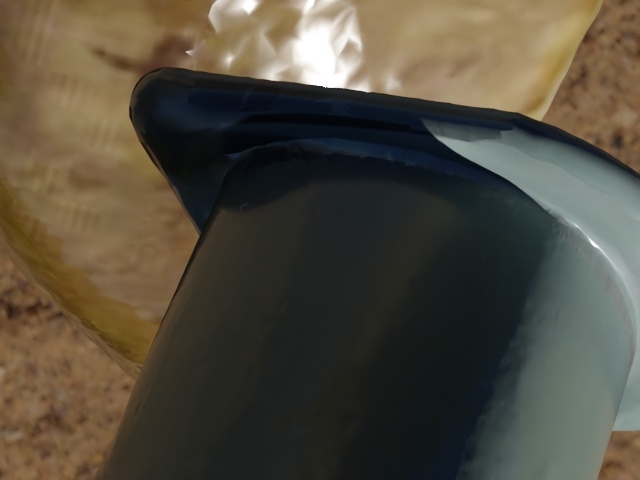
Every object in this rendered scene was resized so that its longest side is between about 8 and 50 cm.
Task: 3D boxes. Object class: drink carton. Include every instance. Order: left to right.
[{"bbox_3d":[0.011,0.074,0.589,0.185,0.191,0.190,70,37,-50],"label":"drink carton"}]

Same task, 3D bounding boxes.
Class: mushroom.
[{"bbox_3d":[-0.079,-0.058,0.918,0.313,0.224,0.397,-1,130,-33],"label":"mushroom"}]
